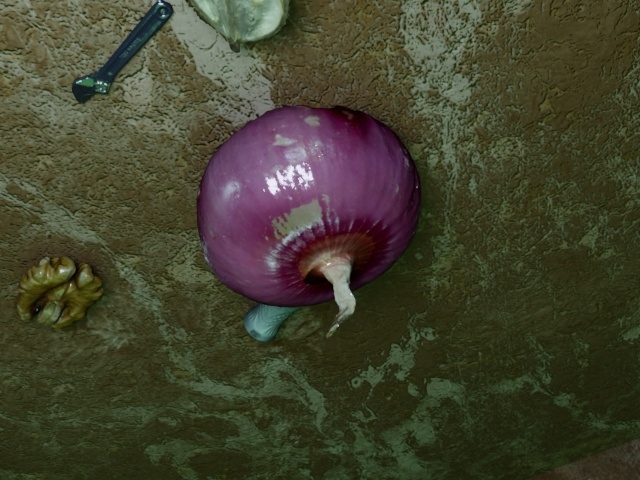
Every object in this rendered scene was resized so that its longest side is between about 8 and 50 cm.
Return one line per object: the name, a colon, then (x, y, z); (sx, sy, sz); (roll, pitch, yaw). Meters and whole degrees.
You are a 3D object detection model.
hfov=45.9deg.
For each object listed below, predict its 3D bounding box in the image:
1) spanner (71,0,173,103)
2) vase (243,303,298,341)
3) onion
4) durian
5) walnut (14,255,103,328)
spanner: (-0.282, -0.264, 1.068); (0.208, 0.012, 0.046); (-38, 130, 24)
vase: (-0.068, 0.106, 1.451); (0.096, 0.096, 0.219); (16, 132, -28)
onion: (-0.007, -0.024, 1.183); (0.359, 0.344, 0.358); (-22, 172, -3)
durian: (-0.108, -0.329, 0.989); (0.149, 0.091, 0.188); (6, 138, -2)
walnut: (-0.469, 0.087, 1.347); (0.143, 0.069, 0.170); (23, 128, -34)
